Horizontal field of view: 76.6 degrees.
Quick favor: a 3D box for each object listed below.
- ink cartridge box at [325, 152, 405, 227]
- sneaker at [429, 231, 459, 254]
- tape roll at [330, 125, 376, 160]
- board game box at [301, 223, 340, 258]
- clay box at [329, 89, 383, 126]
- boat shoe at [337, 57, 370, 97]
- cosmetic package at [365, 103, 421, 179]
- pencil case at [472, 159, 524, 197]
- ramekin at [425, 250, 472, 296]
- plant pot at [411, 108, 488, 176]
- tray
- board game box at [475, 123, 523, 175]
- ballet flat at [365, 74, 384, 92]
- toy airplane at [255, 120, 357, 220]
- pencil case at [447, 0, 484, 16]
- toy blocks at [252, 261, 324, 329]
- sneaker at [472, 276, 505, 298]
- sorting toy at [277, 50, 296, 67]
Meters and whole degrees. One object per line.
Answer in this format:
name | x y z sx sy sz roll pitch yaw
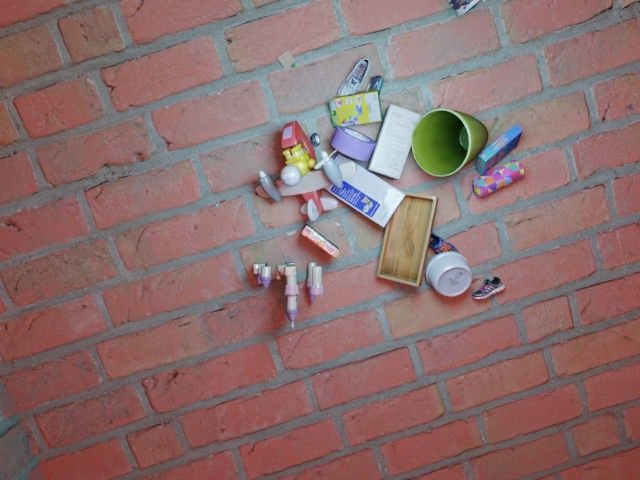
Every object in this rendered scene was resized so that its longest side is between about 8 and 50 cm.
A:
ink cartridge box | 0.186 -0.229 1.852 0.371 0.069 0.176 34 95 10
sneaker | 0.561 0.024 1.920 0.221 0.087 0.083 29 96 -6
tape roll | 0.144 -0.427 1.783 0.189 0.189 0.080 22 115 -5
board game box | 0.000 0.000 1.861 0.193 0.147 0.045 37 94 -6
clay box | 0.156 -0.581 1.792 0.222 0.053 0.128 -1 121 22
boat shoe | 0.146 -0.710 1.807 0.079 0.081 0.228 30 97 -7
cosmetic package | 0.324 -0.436 1.828 0.153 0.129 0.296 19 97 -4
pencil case | 0.823 -0.287 1.889 0.236 0.104 0.104 -26 98 -1
ramekin | 0.606 0.165 1.898 0.207 0.109 0.207 -2 117 -4
plant pot | 0.596 -0.437 1.759 0.293 0.274 0.275 -20 100 -38
tray | 0.401 -0.012 1.877 0.202 0.076 0.411 13 98 24
board game box | 0.806 -0.407 1.838 0.210 0.160 0.047 -40 69 4
ballet flat | 0.233 -0.641 1.833 0.074 0.074 0.203 10 103 -4
toy airplane | -0.080 -0.264 1.749 0.384 0.272 0.386 37 118 12
pencil case | 0.558 -1.165 1.718 0.160 0.183 0.410 -36 98 2
toy blocks | -0.148 0.236 1.813 0.308 0.288 0.260 0 92 -6
sneaker | 0.808 0.227 1.971 0.170 0.063 0.075 -23 98 -5
sorting toy | -0.145 -0.800 1.817 0.062 0.012 0.083 -38 94 -2
